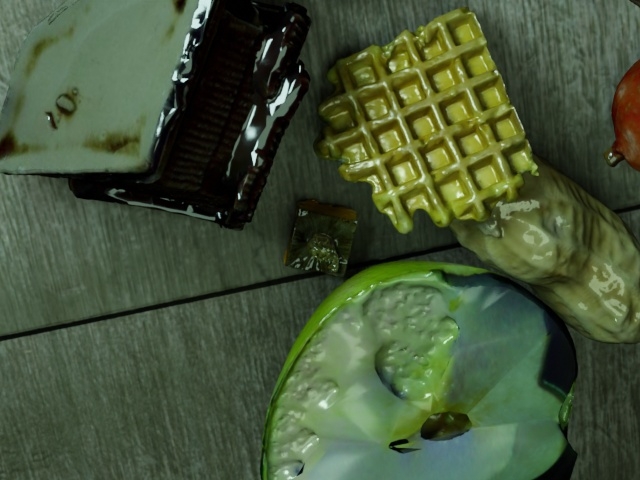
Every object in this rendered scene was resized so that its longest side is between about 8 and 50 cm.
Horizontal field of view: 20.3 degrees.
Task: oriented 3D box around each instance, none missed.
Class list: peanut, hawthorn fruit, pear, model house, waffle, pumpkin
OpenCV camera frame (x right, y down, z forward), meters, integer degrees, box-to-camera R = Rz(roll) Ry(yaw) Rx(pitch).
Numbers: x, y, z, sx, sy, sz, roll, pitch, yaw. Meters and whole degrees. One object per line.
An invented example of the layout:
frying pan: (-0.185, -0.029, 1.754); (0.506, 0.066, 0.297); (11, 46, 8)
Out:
peanut: (0.269, 0.005, 2.037); (0.325, 0.153, 0.140); (40, 106, -18)
hawthorn fruit: (0.405, -0.134, 1.993); (0.188, 0.169, 0.169); (-42, 116, 9)
pear: (0.107, 0.180, 2.081); (0.399, 0.165, 0.399); (-4, 116, -9)
model house: (-0.138, -0.163, 1.873); (0.282, 0.297, 0.317); (11, 100, -49)
waffle: (0.104, -0.113, 1.933); (0.219, 0.057, 0.229); (-21, 78, 1)
pumpkin: (0.000, 0.000, 2.038); (0.074, 0.054, 0.083); (8, 119, -10)

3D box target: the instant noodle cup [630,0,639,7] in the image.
instant noodle cup: (0.333, -0.354, 1.850); (0.207, 0.217, 0.217); (25, 109, -14)
